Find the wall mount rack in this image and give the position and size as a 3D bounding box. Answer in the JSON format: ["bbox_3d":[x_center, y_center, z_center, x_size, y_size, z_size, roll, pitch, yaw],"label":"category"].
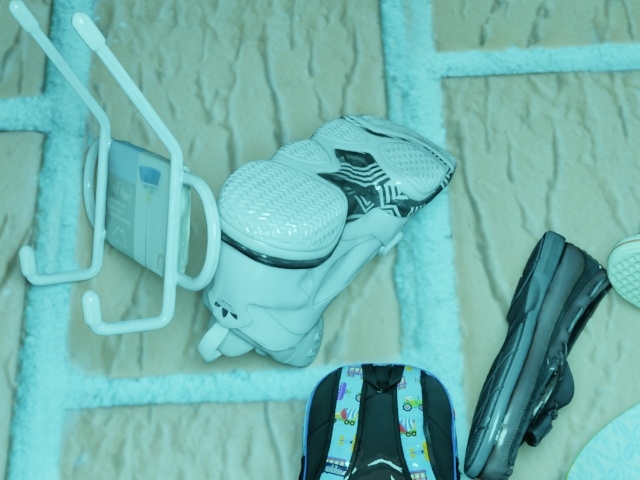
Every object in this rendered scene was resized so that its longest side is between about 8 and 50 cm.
[{"bbox_3d":[-0.222,-0.079,1.252,0.130,0.304,0.350,-4,14,-30],"label":"wall mount rack"}]

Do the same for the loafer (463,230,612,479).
[{"bbox_3d":[0.225,0.117,1.240,0.095,0.109,0.302,24,52,2],"label":"loafer"}]

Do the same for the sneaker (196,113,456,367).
[{"bbox_3d":[0.000,0.000,1.322,0.137,0.210,0.366,35,33,21],"label":"sneaker"}]

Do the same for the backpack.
[{"bbox_3d":[0.056,0.210,1.199,0.158,0.117,0.173,0,60,4],"label":"backpack"}]

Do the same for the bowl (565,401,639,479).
[{"bbox_3d":[0.380,0.246,1.116,0.289,0.289,0.156,-27,104,-12],"label":"bowl"}]

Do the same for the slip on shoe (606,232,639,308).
[{"bbox_3d":[0.458,0.019,1.295,0.331,0.123,0.101,-3,42,0],"label":"slip on shoe"}]
